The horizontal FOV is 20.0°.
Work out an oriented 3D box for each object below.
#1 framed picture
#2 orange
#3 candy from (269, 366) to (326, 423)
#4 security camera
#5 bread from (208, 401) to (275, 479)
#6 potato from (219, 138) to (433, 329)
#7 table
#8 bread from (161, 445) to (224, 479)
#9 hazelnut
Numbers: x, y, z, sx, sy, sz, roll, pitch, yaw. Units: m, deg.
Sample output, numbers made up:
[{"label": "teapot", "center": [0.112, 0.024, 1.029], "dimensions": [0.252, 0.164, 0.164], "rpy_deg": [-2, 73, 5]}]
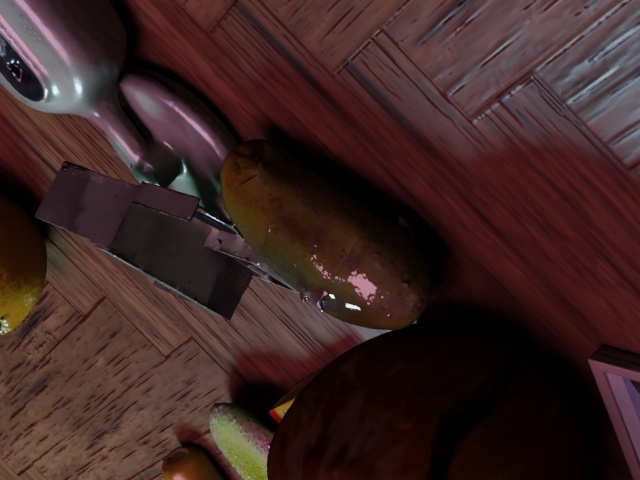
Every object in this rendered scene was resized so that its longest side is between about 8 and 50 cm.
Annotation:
[{"label": "framed picture", "center": [0.271, 0.164, 1.238], "dimensions": [0.150, 0.015, 0.203], "rpy_deg": [15, 141, 42]}, {"label": "orange", "center": [-0.317, 0.014, 1.719], "dimensions": [0.160, 0.112, 0.170], "rpy_deg": [59, -177, -37]}, {"label": "candy", "center": [0.007, 0.145, 1.542], "dimensions": [0.062, 0.038, 0.122], "rpy_deg": [45, 153, -4]}, {"label": "security camera", "center": [-0.172, -0.112, 1.393], "dimensions": [0.301, 0.080, 0.157], "rpy_deg": [49, 152, -16]}, {"label": "bread", "center": [-0.020, 0.233, 1.666], "dimensions": [0.228, 0.033, 0.228], "rpy_deg": [38, 162, 14]}, {"label": "potato", "center": [0.000, 0.000, 1.305], "dimensions": [0.188, 0.085, 0.105], "rpy_deg": [41, 151, 15]}, {"label": "table", "center": [-0.113, 0.005, 1.427], "dimensions": [0.175, 0.062, 0.146], "rpy_deg": [19, 170, 46]}, {"label": "bread", "center": [-0.123, 0.261, 1.868], "dimensions": [0.062, 0.049, 0.103], "rpy_deg": [-1, 127, 54]}, {"label": "hazelnut", "center": [0.078, 0.175, 1.312], "dimensions": [0.234, 0.218, 0.218], "rpy_deg": [1, 130, 50]}]
